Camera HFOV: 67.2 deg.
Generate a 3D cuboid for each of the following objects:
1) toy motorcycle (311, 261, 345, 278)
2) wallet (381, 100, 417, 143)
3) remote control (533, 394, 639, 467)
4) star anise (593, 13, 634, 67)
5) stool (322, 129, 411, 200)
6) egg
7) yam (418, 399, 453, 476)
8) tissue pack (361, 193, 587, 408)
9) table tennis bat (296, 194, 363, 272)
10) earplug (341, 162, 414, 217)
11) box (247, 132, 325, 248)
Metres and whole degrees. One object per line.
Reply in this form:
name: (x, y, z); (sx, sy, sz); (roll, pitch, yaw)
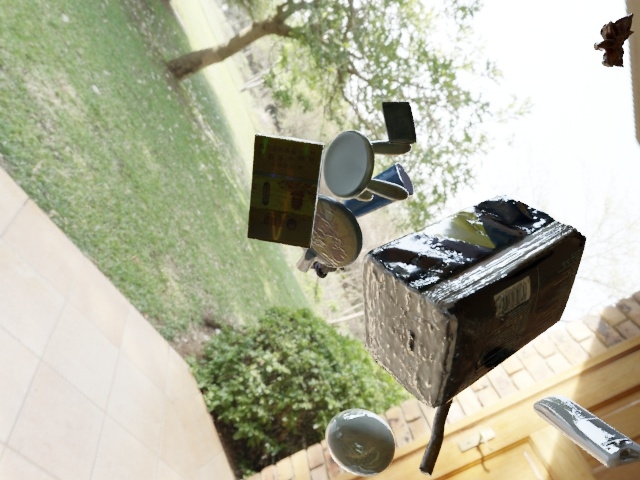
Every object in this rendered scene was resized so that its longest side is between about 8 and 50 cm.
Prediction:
toy motorcycle: (0.038, 0.038, 1.953); (0.260, 0.110, 0.171); (-38, 110, -48)
wallet: (0.219, -0.327, 1.339); (0.026, 0.088, 0.129); (119, -35, -71)
remote control: (0.686, 0.478, 1.253); (0.313, 0.109, 0.055); (-150, -129, -80)
star anise: (1.103, -0.740, 1.821); (0.111, 0.196, 0.212); (19, -35, 35)
stool: (0.136, -0.207, 1.410); (0.198, 0.195, 0.196); (5, 90, -43)
egg: (0.096, 0.495, 1.188); (0.209, 0.151, 0.151); (41, 16, -33)
yam: (0.378, 0.566, 1.507); (0.045, 0.327, 0.045); (42, -32, -21)
tissue pack: (0.311, 0.102, 0.990); (0.253, 0.416, 0.264); (37, -40, 45)
table tennis bat: (0.000, 0.000, 1.302); (0.215, 0.044, 0.329); (40, -36, 4)
earplug: (0.201, -0.171, 1.811); (0.132, 0.272, 0.133); (42, 33, -36)
box: (-0.064, -0.087, 0.862); (0.030, 0.121, 0.193); (-69, 167, -69)
